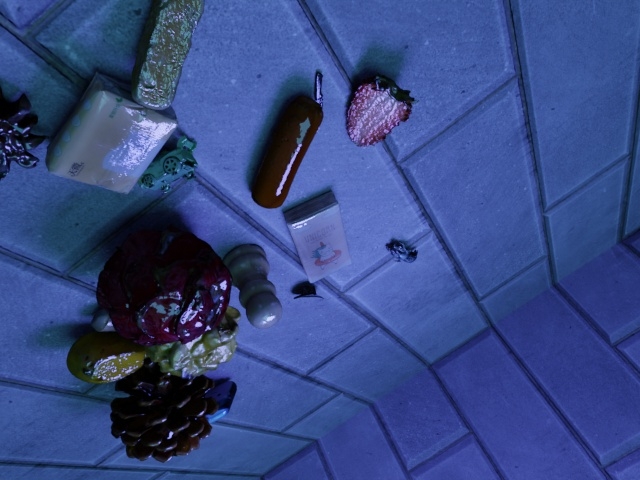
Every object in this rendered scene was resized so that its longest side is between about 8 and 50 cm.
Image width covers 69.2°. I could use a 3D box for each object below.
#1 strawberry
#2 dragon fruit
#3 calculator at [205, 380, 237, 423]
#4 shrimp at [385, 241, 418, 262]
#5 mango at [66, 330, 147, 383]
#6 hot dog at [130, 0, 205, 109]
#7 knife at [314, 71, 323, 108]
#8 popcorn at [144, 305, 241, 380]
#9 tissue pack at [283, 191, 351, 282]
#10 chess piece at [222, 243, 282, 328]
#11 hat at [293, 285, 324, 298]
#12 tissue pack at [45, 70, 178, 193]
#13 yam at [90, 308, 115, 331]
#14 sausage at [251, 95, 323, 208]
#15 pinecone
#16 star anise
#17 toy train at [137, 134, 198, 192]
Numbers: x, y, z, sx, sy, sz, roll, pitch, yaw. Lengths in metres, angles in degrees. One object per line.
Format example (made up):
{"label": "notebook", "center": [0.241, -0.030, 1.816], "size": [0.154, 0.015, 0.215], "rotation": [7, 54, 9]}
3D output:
{"label": "strawberry", "center": [0.135, -0.345, 1.199], "size": [0.167, 0.086, 0.208], "rotation": [27, 143, -27]}
{"label": "dragon fruit", "center": [-0.387, 0.117, 1.181], "size": [0.330, 0.329, 0.329], "rotation": [-18, 141, -15]}
{"label": "calculator", "center": [-0.424, 0.648, 1.831], "size": [0.173, 0.051, 0.293], "rotation": [-24, -173, 2]}
{"label": "shrimp", "center": [0.319, 0.049, 1.753], "size": [0.174, 0.076, 0.082], "rotation": [17, 140, -42]}
{"label": "mango", "center": [-0.621, 0.337, 1.397], "size": [0.262, 0.167, 0.129], "rotation": [-1, 121, -48]}
{"label": "hot dog", "center": [-0.292, -0.369, 0.870], "size": [0.084, 0.073, 0.242], "rotation": [7, 118, -40]}
{"label": "knife", "center": [-0.005, -0.341, 1.155], "size": [0.023, 0.010, 0.170], "rotation": [-12, 141, -13]}
{"label": "popcorn", "center": [-0.376, 0.284, 1.395], "size": [0.287, 0.215, 0.251], "rotation": [11, 113, -47]}
{"label": "tissue pack", "center": [0.000, 0.000, 1.495], "size": [0.170, 0.071, 0.325], "rotation": [-23, 143, -6]}
{"label": "chess piece", "center": [-0.192, 0.143, 1.378], "size": [0.143, 0.260, 0.142], "rotation": [-17, 138, -16]}
{"label": "hat", "center": [-0.041, 0.189, 1.692], "size": [0.121, 0.050, 0.121], "rotation": [1, 176, 0]}
{"label": "tissue pack", "center": [-0.425, -0.209, 0.951], "size": [0.222, 0.090, 0.186], "rotation": [-46, 147, 18]}
{"label": "yam", "center": [-0.523, 0.263, 1.444], "size": [0.357, 0.081, 0.081], "rotation": [18, 122, -47]}
{"label": "sausage", "center": [-0.094, -0.209, 1.174], "size": [0.102, 0.102, 0.330], "rotation": [2, 132, -35]}
{"label": "pinecone", "center": [-0.525, 0.525, 1.567], "size": [0.385, 0.384, 0.384], "rotation": [-18, 141, -15]}
{"label": "star anise", "center": [-0.623, -0.194, 0.845], "size": [0.214, 0.099, 0.220], "rotation": [-38, 143, -5]}
{"label": "toy train", "center": [-0.349, -0.170, 1.069], "size": [0.149, 0.081, 0.099], "rotation": [-23, 176, 9]}
